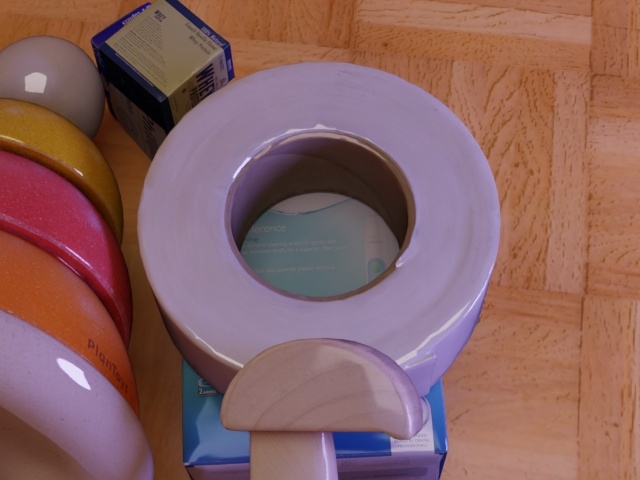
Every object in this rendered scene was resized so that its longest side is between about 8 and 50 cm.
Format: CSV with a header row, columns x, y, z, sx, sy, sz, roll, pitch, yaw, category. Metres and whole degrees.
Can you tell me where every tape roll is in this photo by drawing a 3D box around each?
x,y,z,sx,sy,sz,roll,pitch,yaw,category
0.000,0.000,0.959,0.286,0.100,0.286,0,64,0,tape roll

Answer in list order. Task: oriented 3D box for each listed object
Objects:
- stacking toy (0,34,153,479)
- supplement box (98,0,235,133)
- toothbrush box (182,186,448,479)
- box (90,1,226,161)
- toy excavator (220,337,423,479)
x,y,z,sx,sy,sz,roll,pitch,yaw,category
-0.272,0.004,0.999,0.350,0.351,0.480,6,46,3,stacking toy
-0.135,-0.158,1.055,0.083,0.056,0.083,41,72,17,supplement box
-0.010,0.066,1.052,0.216,0.126,0.295,-4,66,-1,toothbrush box
-0.147,-0.133,1.144,0.072,0.126,0.137,-36,70,-17,box
0.076,0.331,0.767,0.445,0.222,0.433,25,90,10,toy excavator
